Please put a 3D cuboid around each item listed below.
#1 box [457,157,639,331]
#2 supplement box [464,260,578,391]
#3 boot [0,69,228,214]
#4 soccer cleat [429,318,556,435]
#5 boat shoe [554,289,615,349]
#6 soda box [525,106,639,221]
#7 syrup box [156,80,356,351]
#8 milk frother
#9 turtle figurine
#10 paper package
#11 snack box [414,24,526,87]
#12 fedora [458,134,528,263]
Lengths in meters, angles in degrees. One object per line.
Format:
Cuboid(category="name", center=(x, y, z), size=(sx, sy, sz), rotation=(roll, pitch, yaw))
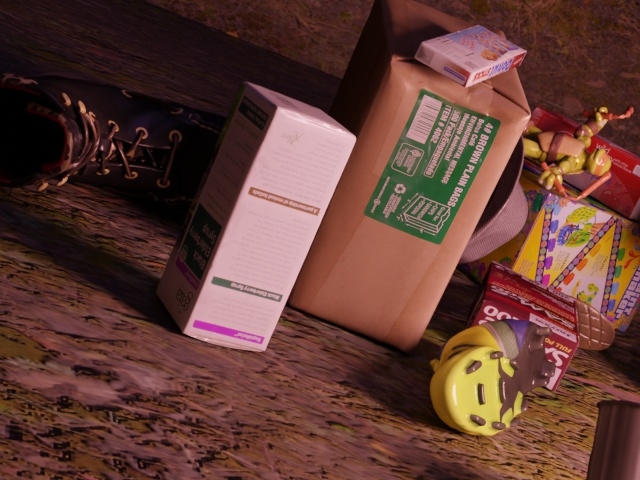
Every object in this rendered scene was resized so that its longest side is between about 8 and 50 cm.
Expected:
Cuboid(category="box", center=(0.338, -0.018, 2.104), size=(0.279, 0.177, 0.290), rotation=(16, 15, -34))
Cuboid(category="supplement box", center=(0.258, 0.105, 1.713), size=(0.130, 0.073, 0.239), rotation=(25, 14, 4))
Cuboid(category="boot", center=(-0.241, -0.109, 1.545), size=(0.377, 0.138, 0.284), rotation=(23, 12, 14))
Cuboid(category="soccer cleat", center=(0.162, 0.146, 1.419), size=(0.121, 0.094, 0.289), rotation=(-4, 6, 26))
Cuboid(category="boat shoe", center=(0.331, 0.098, 1.879), size=(0.178, 0.064, 0.060), rotation=(22, 15, 6))
Cuboid(category="soda box", center=(0.431, -0.119, 2.091), size=(0.092, 0.083, 0.263), rotation=(11, 19, -44))
Cuboid(category="syrup box", center=(-0.066, -0.021, 1.289), size=(0.096, 0.237, 0.093), rotation=(18, 14, -29))
Cuboid(category="milk frother", center=(0.229, 0.204, 1.138), size=(0.143, 0.135, 0.129), rotation=(21, -18, -23))
Cuboid(category="turtle figurine", center=(0.350, -0.145, 1.999), size=(0.217, 0.087, 0.269), rotation=(22, 46, 19))
Cuboid(category="paper package", center=(0.091, -0.088, 1.552), size=(0.168, 0.325, 0.309), rotation=(20, 25, -10))
Cuboid(category="snack box", center=(0.162, -0.198, 1.414), size=(0.064, 0.022, 0.178), rotation=(32, 26, 16))
Cuboid(category="fedora", center=(0.200, -0.051, 1.926), size=(0.275, 0.244, 0.124), rotation=(-11, -38, 37))
